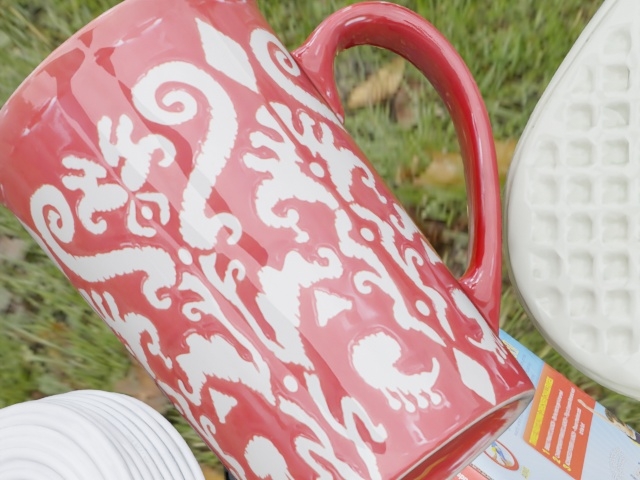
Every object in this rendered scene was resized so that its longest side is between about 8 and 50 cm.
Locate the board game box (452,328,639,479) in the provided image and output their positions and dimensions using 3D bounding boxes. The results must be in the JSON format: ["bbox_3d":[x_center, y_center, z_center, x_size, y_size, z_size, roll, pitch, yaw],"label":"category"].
[{"bbox_3d":[0.221,0.235,1.451,0.302,0.308,0.086,37,109,2],"label":"board game box"}]

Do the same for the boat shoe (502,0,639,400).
[{"bbox_3d":[0.280,-0.113,0.625,0.500,0.156,0.187,-41,75,-1],"label":"boat shoe"}]

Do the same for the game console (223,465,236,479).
[{"bbox_3d":[-0.002,0.276,1.387,0.213,0.044,0.361,-5,93,-4],"label":"game console"}]

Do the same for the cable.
[{"bbox_3d":[-0.180,0.230,1.199,0.257,0.089,0.257,-13,77,37],"label":"cable"}]

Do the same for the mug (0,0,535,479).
[{"bbox_3d":[-0.004,0.000,0.571,0.150,0.113,0.169,-41,74,9],"label":"mug"}]
